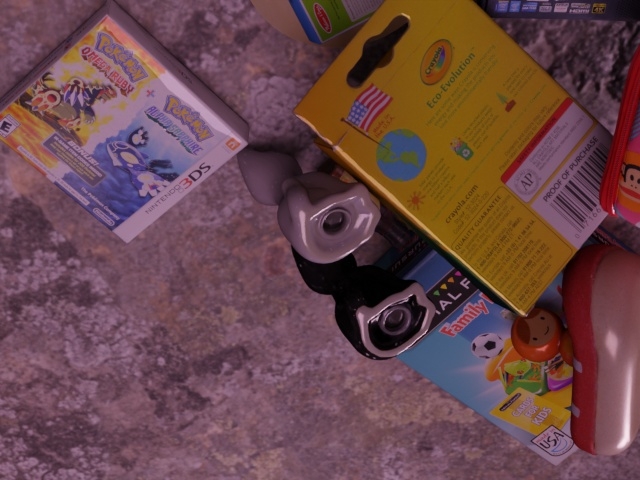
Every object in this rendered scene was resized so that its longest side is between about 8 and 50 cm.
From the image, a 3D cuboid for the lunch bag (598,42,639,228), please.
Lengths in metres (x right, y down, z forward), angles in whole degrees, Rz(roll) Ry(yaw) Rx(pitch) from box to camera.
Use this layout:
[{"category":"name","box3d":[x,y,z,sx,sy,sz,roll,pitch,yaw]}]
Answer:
[{"category":"lunch bag","box3d":[0.394,-0.121,1.308,0.120,0.293,0.258,31,134,32]}]

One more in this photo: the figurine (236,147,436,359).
[{"category":"figurine","box3d":[0.000,0.000,1.421,0.092,0.209,0.215,-37,120,-11]}]

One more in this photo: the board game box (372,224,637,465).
[{"category":"board game box","box3d":[0.239,0.085,1.551,0.336,0.079,0.254,35,116,-23]}]

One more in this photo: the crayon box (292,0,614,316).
[{"category":"crayon box","box3d":[0.141,-0.102,1.343,0.318,0.081,0.202,41,87,-18]}]

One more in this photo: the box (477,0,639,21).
[{"category":"box","box3d":[0.273,-0.298,1.289,0.233,0.059,0.183,1,133,-4]}]

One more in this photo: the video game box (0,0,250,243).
[{"category":"video game box","box3d":[-0.209,-0.118,1.416,0.187,0.048,0.205,-39,117,19]}]

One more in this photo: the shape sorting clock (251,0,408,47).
[{"category":"shape sorting clock","box3d":[0.023,-0.281,1.317,0.206,0.040,0.206,-8,126,-11]}]

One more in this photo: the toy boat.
[{"category":"toy boat","box3d":[0.277,0.109,1.456,0.151,0.151,0.231,12,127,24]}]

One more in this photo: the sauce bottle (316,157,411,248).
[{"category":"sauce bottle","box3d":[0.049,-0.039,1.482,0.128,0.042,0.042,39,114,-24]}]
